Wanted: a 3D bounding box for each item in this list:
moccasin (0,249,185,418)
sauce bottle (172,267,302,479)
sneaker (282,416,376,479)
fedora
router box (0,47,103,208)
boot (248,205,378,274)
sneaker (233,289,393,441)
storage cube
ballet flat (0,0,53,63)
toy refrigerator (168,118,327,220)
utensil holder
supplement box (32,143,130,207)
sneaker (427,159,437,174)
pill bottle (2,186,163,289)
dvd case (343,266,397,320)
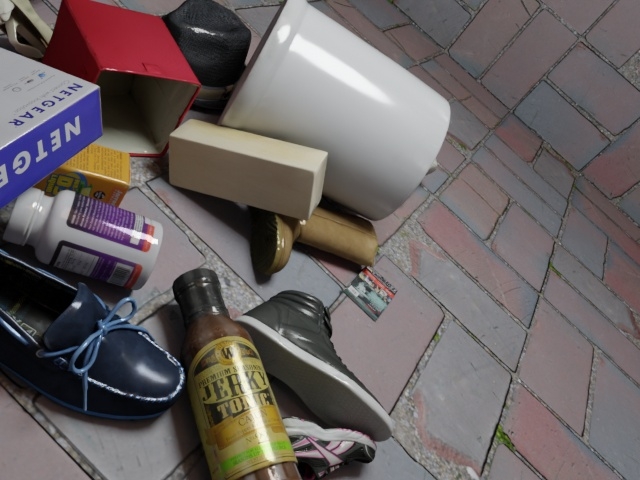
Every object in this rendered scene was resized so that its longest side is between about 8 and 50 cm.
[{"bbox_3d":[-0.316,0.112,0.721,0.341,0.117,0.138,28,37,-17],"label":"moccasin"},{"bbox_3d":[-0.129,0.194,0.815,0.111,0.111,0.344,3,49,-41],"label":"sauce bottle"},{"bbox_3d":[0.000,0.310,0.864,0.178,0.072,0.077,22,62,-28],"label":"sneaker"},{"bbox_3d":[-0.268,-0.443,1.341,0.334,0.152,0.334,25,37,-21],"label":"fedora"},{"bbox_3d":[-0.498,-0.140,0.736,0.301,0.082,0.335,22,42,9],"label":"router box"},{"bbox_3d":[0.000,0.000,1.167,0.269,0.089,0.236,20,40,-28],"label":"boot"},{"bbox_3d":[0.009,0.182,0.947,0.295,0.105,0.147,35,38,7],"label":"sneaker"},{"bbox_3d":[-0.360,-0.281,1.051,0.214,0.184,0.193,-4,54,-45],"label":"storage cube"},{"bbox_3d":[-0.527,-0.380,1.011,0.086,0.086,0.248,55,-2,19],"label":"ballet flat"},{"bbox_3d":[-0.130,-0.132,1.083,0.269,0.102,0.094,15,34,10],"label":"toy refrigerator"},{"bbox_3d":[0.021,-0.257,1.232,0.385,0.328,0.328,29,36,-16],"label":"utensil holder"},{"bbox_3d":[-0.414,-0.114,0.912,0.233,0.078,0.080,12,44,-34],"label":"supplement box"},{"bbox_3d":[0.204,-0.159,1.528,0.292,0.110,0.118,-15,70,-41],"label":"sneaker"},{"bbox_3d":[-0.332,-0.007,0.844,0.193,0.108,0.108,22,39,-26],"label":"pill bottle"},{"bbox_3d":[0.104,0.103,1.216,0.087,0.013,0.119,43,34,3],"label":"dvd case"}]
